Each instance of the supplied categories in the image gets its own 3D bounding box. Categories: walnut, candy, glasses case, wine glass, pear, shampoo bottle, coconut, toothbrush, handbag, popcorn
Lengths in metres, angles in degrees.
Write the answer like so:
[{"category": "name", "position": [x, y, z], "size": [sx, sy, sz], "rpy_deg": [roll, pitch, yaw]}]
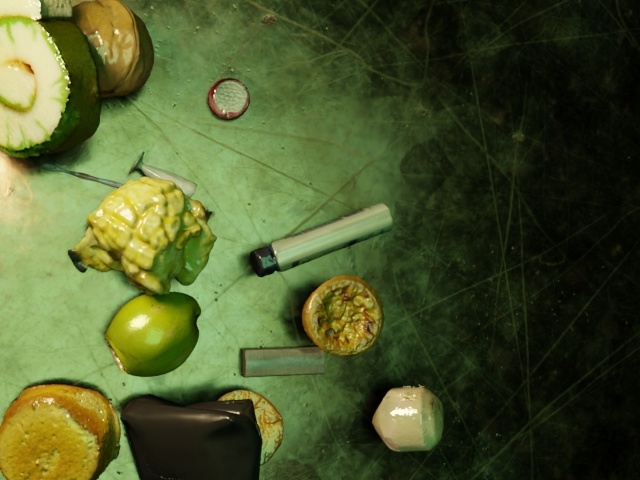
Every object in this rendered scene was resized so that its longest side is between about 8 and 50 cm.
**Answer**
[{"category": "walnut", "position": [-0.488, -0.436, 1.709], "size": [0.228, 0.228, 0.228], "rpy_deg": [1, 86, -19]}, {"category": "candy", "position": [-0.226, -0.353, 1.872], "size": [0.103, 0.043, 0.103], "rpy_deg": [1, 86, -19]}, {"category": "glasses case", "position": [-0.092, 0.303, 1.875], "size": [0.204, 0.047, 0.071], "rpy_deg": [1, 85, -18]}, {"category": "wine glass", "position": [-0.374, -0.145, 1.797], "size": [0.155, 0.073, 0.073], "rpy_deg": [34, 77, -10]}, {"category": "pear", "position": [-0.370, 0.211, 1.717], "size": [0.219, 0.187, 0.188], "rpy_deg": [-26, 95, -21]}, {"category": "shampoo bottle", "position": [0.000, 0.000, 1.878], "size": [0.359, 0.134, 0.078], "rpy_deg": [-21, 94, -16]}, {"category": "coconut", "position": [0.217, 0.451, 1.913], "size": [0.182, 0.171, 0.171], "rpy_deg": [-5, 88, 20]}, {"category": "toothbrush", "position": [-0.550, -0.151, 1.763], "size": [0.193, 0.019, 0.013], "rpy_deg": [15, 81, -19]}, {"category": "handbag", "position": [-0.276, 0.499, 1.697], "size": [0.342, 0.152, 0.288], "rpy_deg": [-2, 98, 25]}, {"category": "popcorn", "position": [-0.380, -0.002, 1.693], "size": [0.293, 0.293, 0.237], "rpy_deg": [54, 52, -9]}]

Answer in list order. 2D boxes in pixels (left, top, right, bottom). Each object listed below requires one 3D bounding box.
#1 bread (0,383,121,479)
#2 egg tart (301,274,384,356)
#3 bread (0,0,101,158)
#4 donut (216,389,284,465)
[{"category": "bread", "position": [-0.576, 0.440, 1.636], "size": [0.268, 0.146, 0.269], "rpy_deg": [0, 91, -1]}, {"category": "egg tart", "position": [0.043, 0.185, 1.875], "size": [0.202, 0.147, 0.203], "rpy_deg": [1, 88, -18]}, {"category": "bread", "position": [-0.616, -0.373, 1.590], "size": [0.366, 0.129, 0.382], "rpy_deg": [29, 114, 19]}, {"category": "donut", "position": [-0.186, 0.451, 1.821], "size": [0.190, 0.074, 0.174], "rpy_deg": [33, 78, -10]}]
